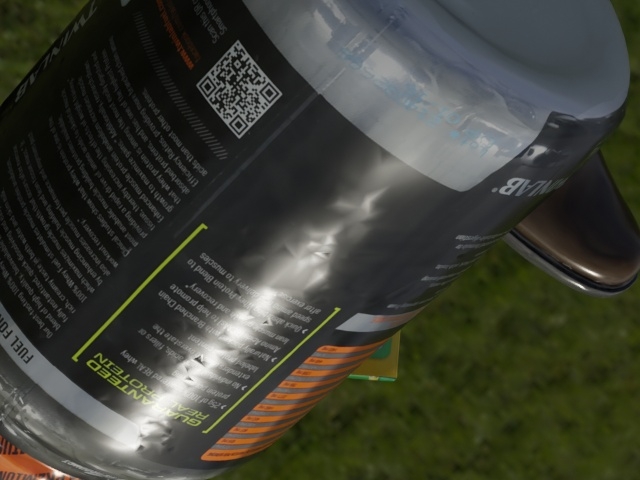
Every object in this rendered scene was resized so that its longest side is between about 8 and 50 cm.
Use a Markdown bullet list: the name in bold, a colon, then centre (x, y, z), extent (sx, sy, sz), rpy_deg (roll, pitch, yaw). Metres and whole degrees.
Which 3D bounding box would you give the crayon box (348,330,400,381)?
- **crayon box**: centre (0.000, 0.000, 1.977), extent (0.165, 0.081, 0.278), rpy_deg (6, 88, -24)

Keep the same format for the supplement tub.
- **supplement tub**: centre (-0.040, -0.028, 0.889), extent (0.207, 0.207, 0.338), rpy_deg (4, 141, -49)

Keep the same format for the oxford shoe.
- **oxford shoe**: centre (0.118, -0.068, 1.063), extent (0.096, 0.227, 0.083), rpy_deg (-24, -166, 49)
